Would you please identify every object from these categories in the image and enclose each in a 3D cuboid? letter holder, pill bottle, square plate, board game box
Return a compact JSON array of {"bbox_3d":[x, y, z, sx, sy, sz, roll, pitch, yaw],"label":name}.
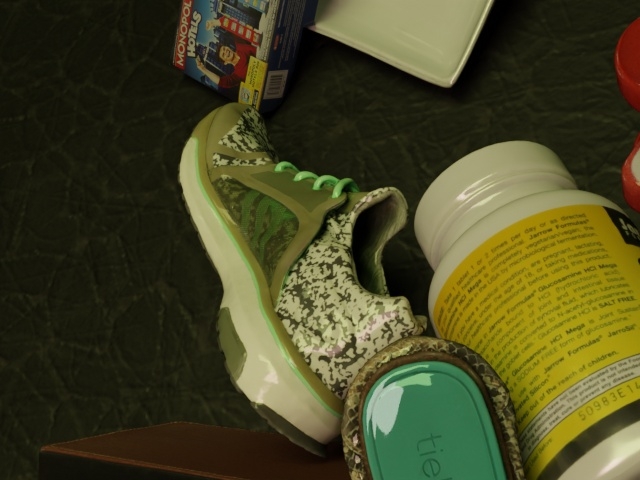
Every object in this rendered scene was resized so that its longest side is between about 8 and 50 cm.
[{"bbox_3d":[-0.056,0.250,1.394,0.302,0.214,0.152,4,95,30],"label":"letter holder"},{"bbox_3d":[0.200,0.082,1.317,0.188,0.188,0.334,-31,52,8],"label":"pill bottle"},{"bbox_3d":[0.091,-0.356,1.698,0.344,0.049,0.347,27,91,38],"label":"square plate"},{"bbox_3d":[-0.091,-0.258,1.722,0.194,0.060,0.194,33,120,38],"label":"board game box"}]

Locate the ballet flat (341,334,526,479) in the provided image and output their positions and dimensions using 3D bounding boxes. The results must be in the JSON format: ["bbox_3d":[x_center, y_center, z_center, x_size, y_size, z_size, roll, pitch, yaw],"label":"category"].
[{"bbox_3d":[0.122,0.308,1.204,0.164,0.182,0.483,-12,80,6],"label":"ballet flat"}]

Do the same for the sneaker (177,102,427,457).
[{"bbox_3d":[0.000,0.000,1.473,0.182,0.158,0.410,-33,43,13],"label":"sneaker"}]

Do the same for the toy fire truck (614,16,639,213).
[{"bbox_3d":[0.393,-0.121,1.342,0.254,0.169,0.302,24,65,30],"label":"toy fire truck"}]
